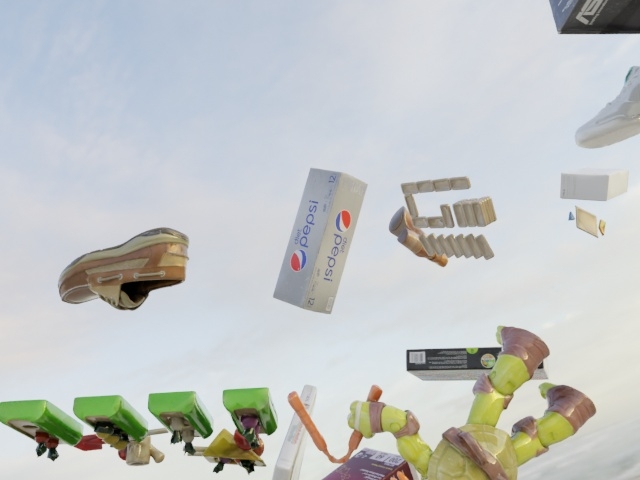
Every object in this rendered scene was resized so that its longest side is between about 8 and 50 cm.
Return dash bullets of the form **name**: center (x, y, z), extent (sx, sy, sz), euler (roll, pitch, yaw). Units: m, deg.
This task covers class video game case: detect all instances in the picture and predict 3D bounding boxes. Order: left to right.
- **video game case**: center (-0.051, 0.364, 1.021), extent (0.026, 0.227, 0.206), euler (13, 21, 6)

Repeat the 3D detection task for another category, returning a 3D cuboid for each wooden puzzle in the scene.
- **wooden puzzle**: center (0.641, -0.044, 1.646), extent (0.116, 0.079, 0.014), euler (28, -40, -14)

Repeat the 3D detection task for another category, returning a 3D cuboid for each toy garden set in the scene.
- **toy garden set**: center (-0.165, 0.207, 0.695), extent (0.244, 0.049, 0.204), euler (-3, -28, -1)

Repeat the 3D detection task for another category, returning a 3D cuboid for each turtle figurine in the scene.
- **turtle figurine**: center (0.121, 0.171, 0.570), extent (0.217, 0.269, 0.087), euler (-42, -9, -23)

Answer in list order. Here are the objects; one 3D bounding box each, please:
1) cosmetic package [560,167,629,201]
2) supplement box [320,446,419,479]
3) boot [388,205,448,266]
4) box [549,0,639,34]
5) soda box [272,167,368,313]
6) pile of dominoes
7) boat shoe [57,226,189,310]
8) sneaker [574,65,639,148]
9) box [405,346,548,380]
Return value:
- **cosmetic package**: center (0.612, -0.126, 1.516), extent (0.098, 0.060, 0.239), euler (4, 10, 34)
- **supplement box**: center (0.046, 0.456, 1.182), extent (0.239, 0.073, 0.130), euler (-25, 9, -37)
- **boot**: center (0.272, -0.006, 1.890), extent (0.152, 0.197, 0.073), euler (30, -63, -20)
- **box**: center (0.487, -0.399, 0.777), extent (0.318, 0.097, 0.395), euler (-1, -23, -7)
- **soda box**: center (0.000, 0.000, 1.411), extent (0.098, 0.286, 0.091), euler (14, -2, 44)
- **pile of dominoes**: center (0.302, -0.055, 1.588), extent (0.040, 0.196, 0.251), euler (-24, 13, -28)
- **boat shoe**: center (-0.400, 0.079, 1.374), extent (0.324, 0.120, 0.122), euler (-22, -22, 26)
- **sneaker**: center (0.470, -0.213, 1.019), extent (0.212, 0.094, 0.080), euler (-25, -13, 10)
- **box**: center (0.249, 0.196, 1.081), extent (0.207, 0.036, 0.114), euler (-5, -21, 21)
